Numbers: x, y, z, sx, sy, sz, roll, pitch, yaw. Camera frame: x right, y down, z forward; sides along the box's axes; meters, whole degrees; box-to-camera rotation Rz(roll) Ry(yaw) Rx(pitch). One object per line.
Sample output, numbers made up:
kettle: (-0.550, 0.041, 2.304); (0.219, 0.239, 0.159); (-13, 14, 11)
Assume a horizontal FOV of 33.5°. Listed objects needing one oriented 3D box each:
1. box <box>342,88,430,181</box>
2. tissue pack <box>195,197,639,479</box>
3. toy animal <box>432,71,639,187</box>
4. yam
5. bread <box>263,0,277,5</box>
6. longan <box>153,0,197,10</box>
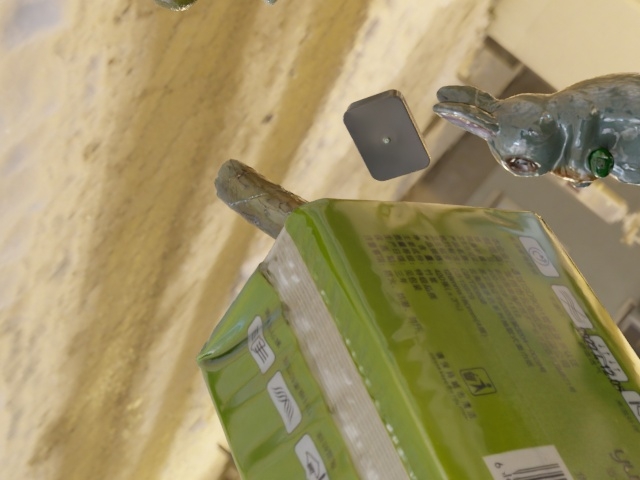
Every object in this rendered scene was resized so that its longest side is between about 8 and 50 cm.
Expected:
box: (0.092, -0.145, 1.464); (0.091, 0.126, 0.031); (-18, -147, 21)
tissue pack: (0.083, 0.130, 0.581); (0.200, 0.274, 0.167); (3, 135, -36)
toy animal: (0.238, -0.111, 1.063); (0.138, 0.236, 0.108); (-68, 154, -47)
yam: (0.000, 0.000, 1.313); (0.071, 0.317, 0.067); (-23, 142, -58)
bread: (-0.043, -0.382, 1.265); (0.178, 0.139, 0.060); (-46, 158, 2)
longan: (-0.178, -0.307, 1.251); (0.075, 0.083, 0.075); (-41, 146, -36)
